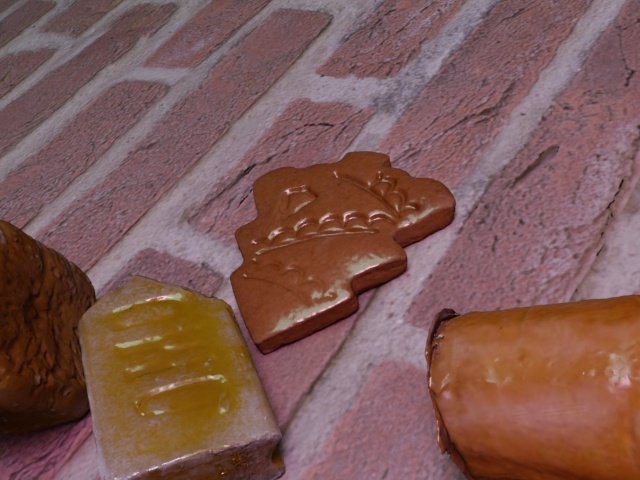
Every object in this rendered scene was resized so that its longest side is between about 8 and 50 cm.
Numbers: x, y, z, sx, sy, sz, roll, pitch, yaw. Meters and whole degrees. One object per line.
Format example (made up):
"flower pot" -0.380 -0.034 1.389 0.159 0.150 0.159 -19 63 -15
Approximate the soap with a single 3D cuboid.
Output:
"soap" -0.150 0.136 0.733 0.160 0.080 0.257 -13 40 -17

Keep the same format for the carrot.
"carrot" 0.220 0.127 0.540 0.254 0.196 0.196 -9 42 26

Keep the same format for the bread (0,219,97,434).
"bread" -0.348 0.099 0.765 0.176 0.246 0.196 -9 69 10

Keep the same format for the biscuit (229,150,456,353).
"biscuit" 0.000 0.000 0.861 0.283 0.043 0.306 7 49 30
